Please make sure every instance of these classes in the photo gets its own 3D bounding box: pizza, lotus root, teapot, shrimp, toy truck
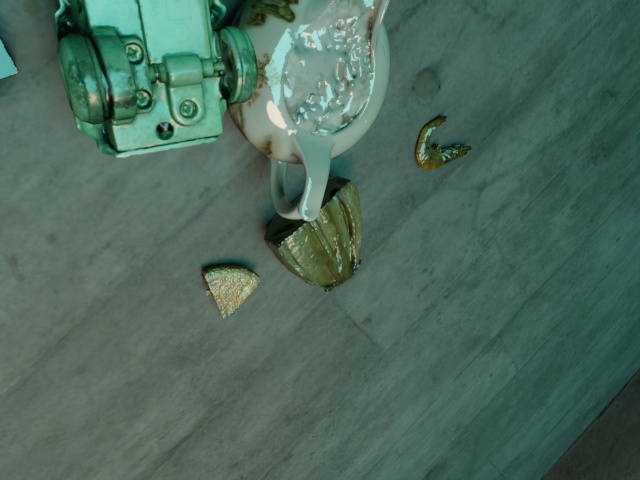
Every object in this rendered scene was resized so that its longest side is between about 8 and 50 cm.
[{"bbox_3d":[-0.129,0.068,0.661,0.083,0.025,0.078,11,104,-31],"label":"pizza"},{"bbox_3d":[-0.003,0.000,0.682,0.143,0.070,0.144,-37,126,-20],"label":"lotus root"},{"bbox_3d":[-0.009,-0.173,0.535,0.204,0.139,0.299,-4,116,-36],"label":"teapot"},{"bbox_3d":[0.200,-0.157,0.762,0.114,0.023,0.083,-15,120,-23],"label":"shrimp"},{"bbox_3d":[-0.154,-0.215,0.398,0.154,0.156,0.279,-17,123,-26],"label":"toy truck"}]

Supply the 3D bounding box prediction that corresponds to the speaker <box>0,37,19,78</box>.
[{"bbox_3d":[-0.305,-0.220,0.369,0.046,0.040,0.191,-28,127,-20],"label":"speaker"}]
